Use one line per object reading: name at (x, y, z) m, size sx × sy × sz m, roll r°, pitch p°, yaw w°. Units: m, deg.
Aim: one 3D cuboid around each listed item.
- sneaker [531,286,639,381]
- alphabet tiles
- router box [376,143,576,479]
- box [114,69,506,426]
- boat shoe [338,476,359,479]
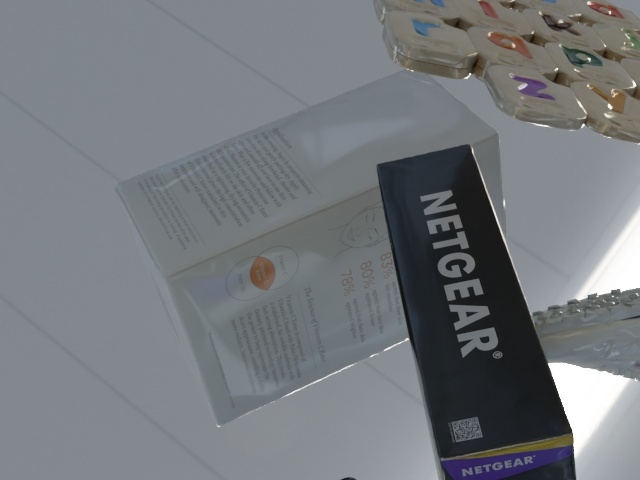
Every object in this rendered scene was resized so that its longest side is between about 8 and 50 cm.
sneaker at (0.287, 0.092, 0.925) m, size 0.235 × 0.090 × 0.094 m, roll -9°, pitch -83°, yaw -8°
alphabet tiles at (0.179, -0.130, 0.726) m, size 0.284 × 0.278 × 0.021 m, roll 9°, pitch -59°, yaw -10°
router box at (0.115, 0.114, 0.752) m, size 0.081 × 0.243 × 0.309 m, roll -12°, pitch -143°, yaw 4°
box at (0.000, 0.000, 1.044) m, size 0.345 × 0.215 × 0.168 m, roll -23°, pitch -139°, yaw -13°
boat shoe at (0.007, 0.184, 0.683) m, size 0.049 × 0.142 × 0.040 m, roll -23°, pitch -88°, yaw 14°
